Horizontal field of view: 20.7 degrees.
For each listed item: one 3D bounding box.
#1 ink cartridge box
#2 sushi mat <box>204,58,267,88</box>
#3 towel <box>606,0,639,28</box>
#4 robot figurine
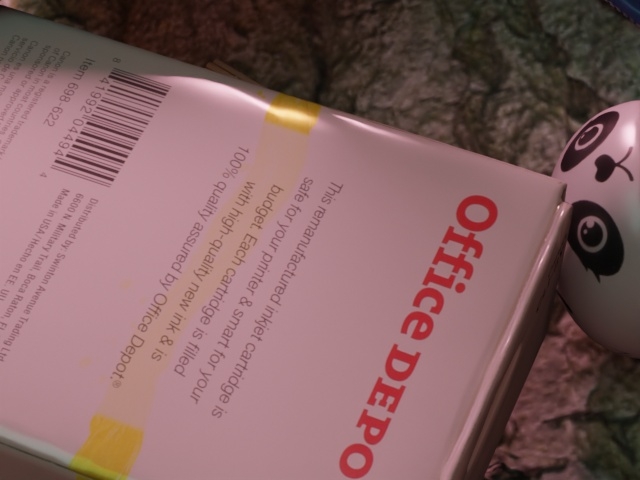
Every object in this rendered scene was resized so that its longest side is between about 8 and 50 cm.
[{"bbox_3d":[-0.079,0.056,1.042,0.384,0.160,0.279,19,59,15],"label":"ink cartridge box"},{"bbox_3d":[0.000,0.000,1.245,0.316,0.019,0.151,32,80,22],"label":"sushi mat"},{"bbox_3d":[0.288,-0.319,1.282,0.336,0.040,0.243,-46,68,-2],"label":"towel"},{"bbox_3d":[0.279,-0.014,1.092,0.278,0.209,0.174,-4,106,13],"label":"robot figurine"}]
